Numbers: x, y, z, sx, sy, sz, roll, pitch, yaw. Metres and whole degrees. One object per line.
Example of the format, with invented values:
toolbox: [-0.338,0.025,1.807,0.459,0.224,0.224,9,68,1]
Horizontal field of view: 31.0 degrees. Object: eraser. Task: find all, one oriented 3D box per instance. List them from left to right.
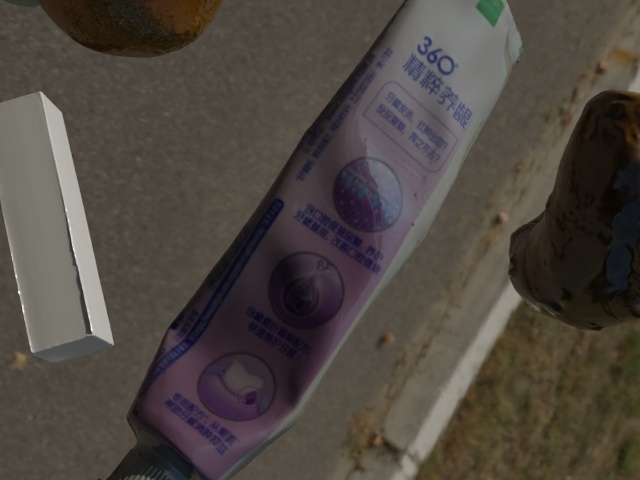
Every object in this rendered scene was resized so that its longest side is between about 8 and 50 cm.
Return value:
eraser: [-0.314,-0.015,1.325,0.078,0.076,0.298,61,12,-75]

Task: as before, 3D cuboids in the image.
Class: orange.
orange: [-0.185,-0.268,1.074,0.206,0.206,0.206,-35,136,-43]

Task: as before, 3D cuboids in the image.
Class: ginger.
ginger: [0.281,-0.009,1.103,0.165,0.172,0.321,-28,160,-21]

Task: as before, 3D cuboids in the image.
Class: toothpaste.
toothpaste: [0.000,0.000,0.517,0.301,0.075,0.048,-54,-169,-13]

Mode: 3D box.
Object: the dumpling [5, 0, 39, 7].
dumpling: [-0.396,-0.343,1.323,0.108,0.219,0.153,-26,146,-49]
